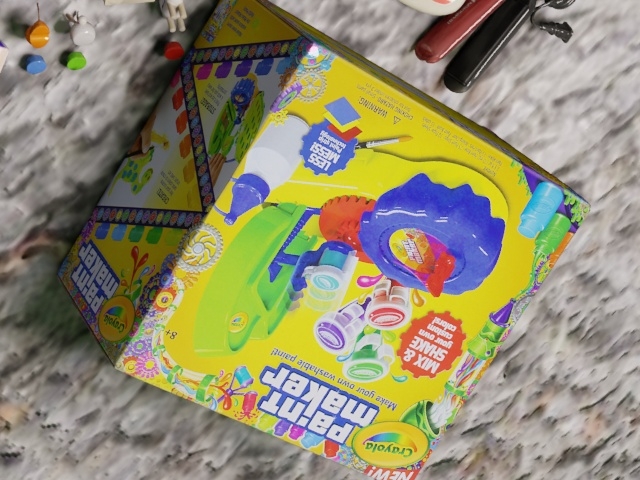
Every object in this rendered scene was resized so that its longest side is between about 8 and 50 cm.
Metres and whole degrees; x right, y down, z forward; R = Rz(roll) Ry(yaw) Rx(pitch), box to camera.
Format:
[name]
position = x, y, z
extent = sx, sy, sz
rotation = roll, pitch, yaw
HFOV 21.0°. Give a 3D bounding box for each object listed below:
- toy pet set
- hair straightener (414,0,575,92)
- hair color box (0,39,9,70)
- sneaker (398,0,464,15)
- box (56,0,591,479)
[toy pet set]
position = -0.160, -0.188, 1.284
extent = 0.122, 0.065, 0.114
rotation = -7, 150, -19
[hair straightener]
position = 0.183, -0.208, 1.435
extent = 0.230, 0.047, 0.089
rotation = -48, 123, -4
[hair color box]
position = -0.406, -0.114, 1.164
extent = 0.338, 0.110, 0.185
rotation = 17, 103, -31
[sneaker]
position = 0.067, -0.226, 1.347
extent = 0.057, 0.075, 0.161
rotation = -45, 122, 0
[box]
position = 0.000, 0.000, 1.359
extent = 0.290, 0.177, 0.279
rotation = 26, 101, -31
